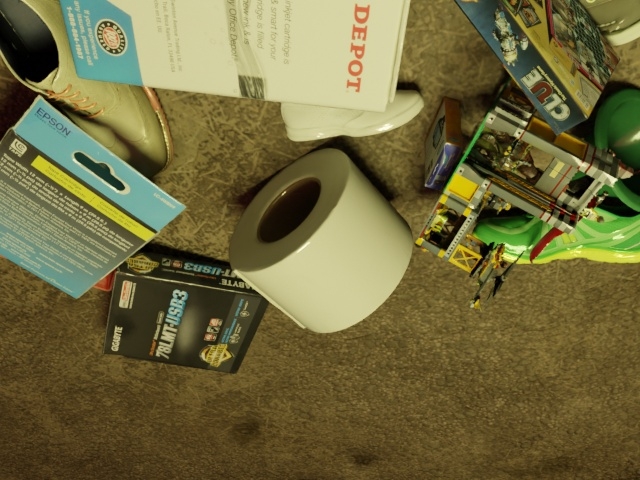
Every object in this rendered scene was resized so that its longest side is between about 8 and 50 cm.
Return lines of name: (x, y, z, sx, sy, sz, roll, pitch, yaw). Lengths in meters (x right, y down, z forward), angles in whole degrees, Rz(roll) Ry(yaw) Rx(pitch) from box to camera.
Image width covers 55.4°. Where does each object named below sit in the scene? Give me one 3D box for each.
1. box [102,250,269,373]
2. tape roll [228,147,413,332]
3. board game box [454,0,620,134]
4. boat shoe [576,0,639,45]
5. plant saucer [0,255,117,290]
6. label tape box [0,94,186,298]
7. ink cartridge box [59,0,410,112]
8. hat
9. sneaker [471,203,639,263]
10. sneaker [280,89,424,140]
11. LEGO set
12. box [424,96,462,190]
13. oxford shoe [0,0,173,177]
box: (-0.278, 0.154, 1.243, 0.293, 0.073, 0.295, 11, 135, -17)
tape roll: (0.000, 0.000, 0.962, 0.246, 0.246, 0.169, -28, 125, 30)
board game box: (0.232, -0.257, 0.683, 0.243, 0.165, 0.042, 50, 140, -8)
boat shoe: (0.422, -0.345, 0.665, 0.091, 0.109, 0.305, 29, 135, -26)
plant saucer: (-0.488, -0.035, 1.131, 0.258, 0.048, 0.259, 20, 132, -12)
label tape box: (-0.394, -0.073, 0.965, 0.249, 0.115, 0.347, 38, 128, -26)
ink cartridge box: (-0.091, -0.328, 0.708, 0.395, 0.166, 0.285, 7, 134, 2)
hat: (0.392, -0.105, 0.907, 0.173, 0.208, 0.183, 55, 153, -8)
sneaker: (0.397, -0.031, 0.994, 0.295, 0.109, 0.123, -2, 113, 10)
sneaker: (0.040, -0.204, 0.882, 0.212, 0.080, 0.094, -6, 121, 15)
LEGO set: (0.285, -0.076, 0.838, 0.192, 0.255, 0.331, 30, 126, 8)
box: (0.176, -0.136, 0.880, 0.028, 0.136, 0.081, 14, 135, -6)
oxford shoe: (-0.352, -0.221, 0.861, 0.140, 0.146, 0.397, -17, 130, 19)
